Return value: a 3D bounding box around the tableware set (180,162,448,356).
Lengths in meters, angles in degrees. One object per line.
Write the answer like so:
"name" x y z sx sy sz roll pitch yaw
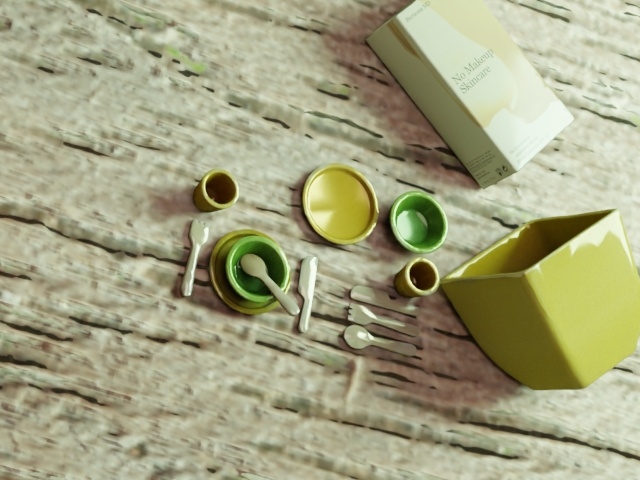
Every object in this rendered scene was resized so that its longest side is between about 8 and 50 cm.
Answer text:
"tableware set" 0.000 0.000 1.056 0.154 0.024 0.104 17 68 -21

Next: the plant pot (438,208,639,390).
"plant pot" 0.133 0.039 1.082 0.081 0.081 0.083 -32 103 -30

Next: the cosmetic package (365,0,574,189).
"cosmetic package" 0.087 -0.094 1.117 0.060 0.041 0.115 -43 96 -29
